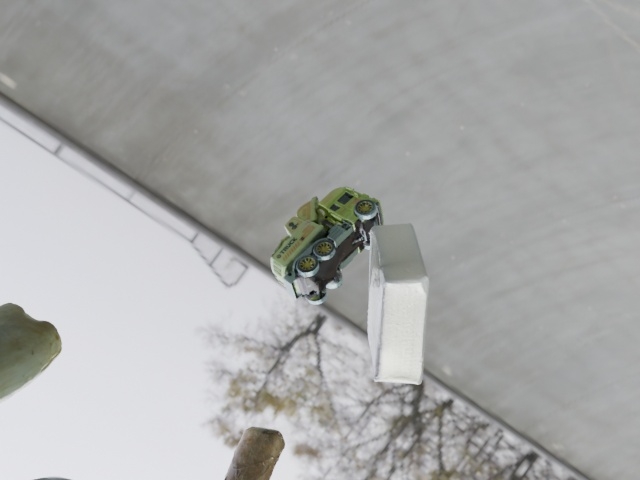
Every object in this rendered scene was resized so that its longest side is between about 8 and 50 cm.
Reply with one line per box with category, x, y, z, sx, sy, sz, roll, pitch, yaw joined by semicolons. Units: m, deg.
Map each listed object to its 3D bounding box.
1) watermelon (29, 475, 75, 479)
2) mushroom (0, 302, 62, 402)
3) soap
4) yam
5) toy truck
watermelon;-0.232;0.374;0.853;0.289;0.214;0.320;34;-165;3
mushroom;-0.389;0.160;0.909;0.100;0.081;0.312;28;-145;18
soap;0.095;0.084;1.187;0.063;0.183;0.121;-3;-143;-4
yam;-0.141;0.438;1.338;0.081;0.357;0.081;20;162;7
toy truck;0.000;0.000;1.404;0.116;0.191;0.085;32;155;31
